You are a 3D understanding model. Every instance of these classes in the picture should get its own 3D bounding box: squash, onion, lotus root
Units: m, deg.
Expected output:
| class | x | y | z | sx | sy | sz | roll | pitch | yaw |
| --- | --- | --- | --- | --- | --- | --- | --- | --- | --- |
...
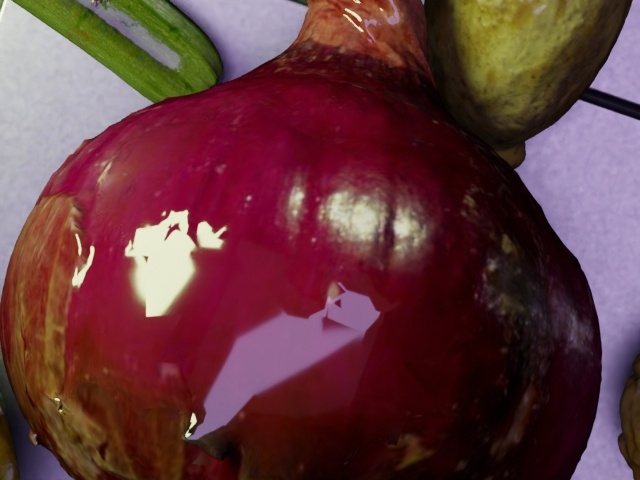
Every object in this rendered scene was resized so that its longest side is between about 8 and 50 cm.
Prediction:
| class | x | y | z | sx | sy | sz | roll | pitch | yaw |
| --- | --- | --- | --- | --- | --- | --- | --- | --- | --- |
| squash | -0.162 | -0.163 | 1.210 | 0.229 | 0.066 | 0.066 | 37 | 95 | -3 |
| onion | 0.000 | 0.000 | 1.099 | 0.348 | 0.348 | 0.385 | 12 | 81 | 0 |
| lotus root | 0.123 | -0.136 | 1.172 | 0.138 | 0.138 | 0.214 | 13 | 107 | 0 |

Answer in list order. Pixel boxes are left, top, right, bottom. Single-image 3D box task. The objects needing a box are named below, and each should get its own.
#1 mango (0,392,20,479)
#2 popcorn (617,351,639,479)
| class | x | y | z | sx | sy | sz | roll | pitch | yaw |
| --- | --- | --- | --- | --- | --- | --- | --- | --- | --- |
| mango | -0.353 | 0.194 | 1.184 | 0.384 | 0.199 | 0.221 | -32 | 101 | 16 |
| popcorn | 0.275 | 0.120 | 1.178 | 0.180 | 0.180 | 0.170 | 47 | 128 | -3 |
